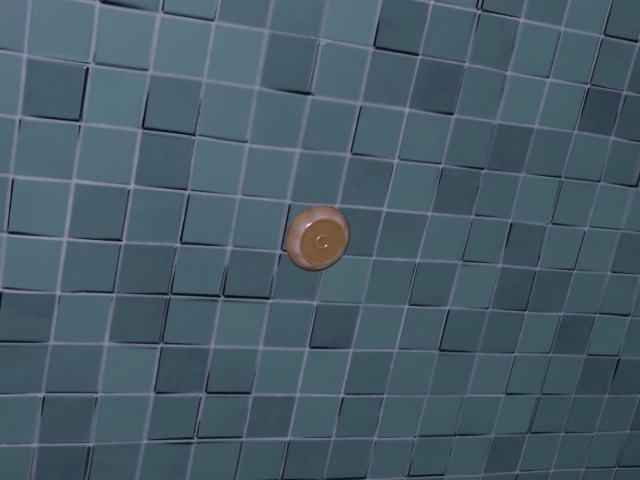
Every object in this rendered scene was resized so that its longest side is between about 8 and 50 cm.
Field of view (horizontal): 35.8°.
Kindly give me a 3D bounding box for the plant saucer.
[{"bbox_3d":[0.000,0.000,1.171,0.083,0.015,0.083,-9,113,-21],"label":"plant saucer"}]
